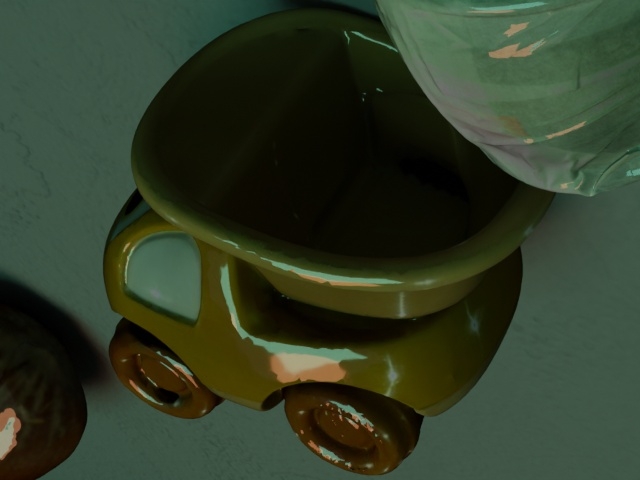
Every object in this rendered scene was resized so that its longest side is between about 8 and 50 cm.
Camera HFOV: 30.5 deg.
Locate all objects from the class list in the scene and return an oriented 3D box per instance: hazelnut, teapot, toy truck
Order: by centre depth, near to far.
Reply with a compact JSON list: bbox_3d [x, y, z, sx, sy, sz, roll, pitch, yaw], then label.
[{"bbox_3d":[0.086,-0.112,0.541,0.221,0.163,0.178,10,147,30],"label":"teapot"},{"bbox_3d":[0.000,0.000,0.714,0.288,0.204,0.212,17,141,23],"label":"toy truck"},{"bbox_3d":[-0.349,0.162,1.232,0.212,0.181,0.181,53,164,-11],"label":"hazelnut"}]
